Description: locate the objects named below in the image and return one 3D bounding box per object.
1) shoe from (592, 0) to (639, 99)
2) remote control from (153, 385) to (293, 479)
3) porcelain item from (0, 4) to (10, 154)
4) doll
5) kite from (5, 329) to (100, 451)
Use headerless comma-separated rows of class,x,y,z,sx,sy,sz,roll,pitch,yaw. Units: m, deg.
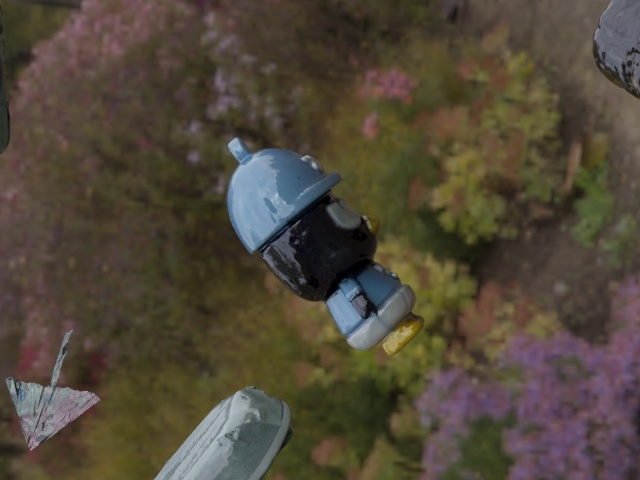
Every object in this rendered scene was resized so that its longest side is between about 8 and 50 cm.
shoe,0.519,-0.229,1.902,0.237,0.384,0.171,53,139,43
remote control,-0.112,0.215,1.192,0.247,0.052,0.104,-51,16,2
porcelain item,-0.369,-0.181,1.202,0.286,0.157,0.281,40,146,29
doll,0.000,0.000,1.823,0.141,0.314,0.177,-43,0,6
kite,-0.321,0.178,1.857,0.011,0.139,0.156,49,-128,-60
